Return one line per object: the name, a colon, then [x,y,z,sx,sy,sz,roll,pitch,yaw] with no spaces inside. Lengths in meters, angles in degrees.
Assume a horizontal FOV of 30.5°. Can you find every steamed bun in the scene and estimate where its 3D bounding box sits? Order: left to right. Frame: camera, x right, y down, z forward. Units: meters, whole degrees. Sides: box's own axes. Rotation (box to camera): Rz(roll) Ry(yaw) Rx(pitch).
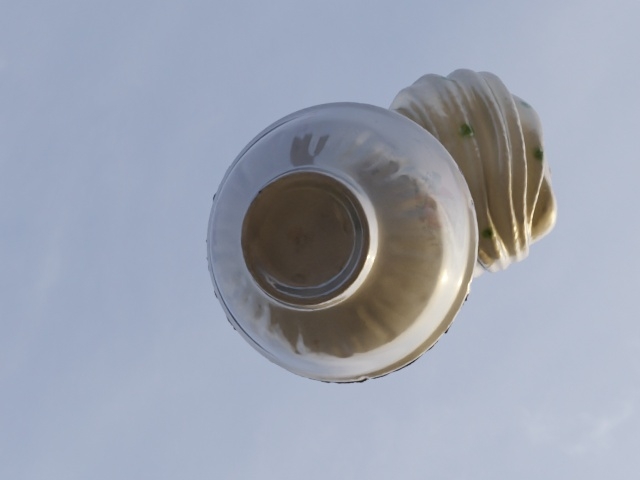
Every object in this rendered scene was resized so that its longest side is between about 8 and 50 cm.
steamed bun: [0.112,-0.059,0.981,0.182,0.106,0.183,-1,-108,2]

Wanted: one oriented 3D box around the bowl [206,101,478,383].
bowl: [0.000,0.000,0.743,0.189,0.086,0.189,-1,-92,17]
